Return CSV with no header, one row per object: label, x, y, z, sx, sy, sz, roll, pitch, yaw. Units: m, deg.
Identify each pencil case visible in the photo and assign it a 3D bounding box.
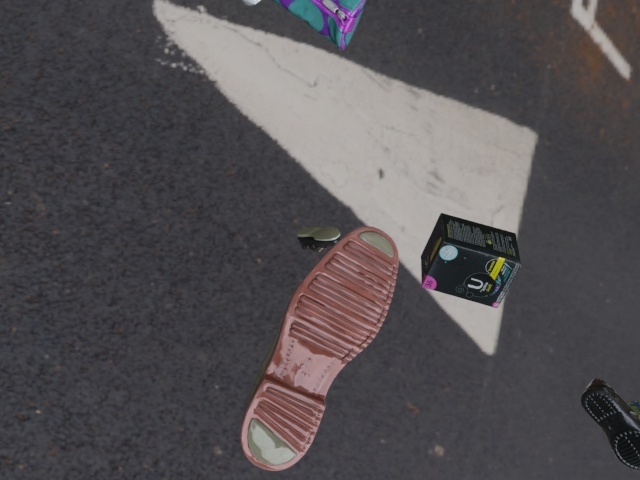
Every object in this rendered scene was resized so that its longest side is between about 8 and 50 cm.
pencil case,-0.024,-0.250,0.815,0.064,0.151,0.070,-57,-176,14

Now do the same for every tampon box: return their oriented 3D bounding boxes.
tampon box,0.291,0.039,1.666,0.101,0.161,0.120,-83,-170,-54

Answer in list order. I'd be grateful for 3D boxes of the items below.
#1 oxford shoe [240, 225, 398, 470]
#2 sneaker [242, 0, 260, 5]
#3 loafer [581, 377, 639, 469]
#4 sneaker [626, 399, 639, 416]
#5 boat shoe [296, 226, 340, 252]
oxford shoe,-0.015,0.154,1.317,0.140,0.146,0.397,34,81,-8
sneaker,-0.105,-0.448,1.349,0.061,0.053,0.152,24,77,-58
loafer,0.581,0.346,1.630,0.220,0.080,0.078,53,34,-15
sneaker,0.676,0.385,1.805,0.188,0.067,0.078,-16,93,-84
boat shoe,0.001,-0.001,1.648,0.049,0.133,0.042,-28,106,-28
